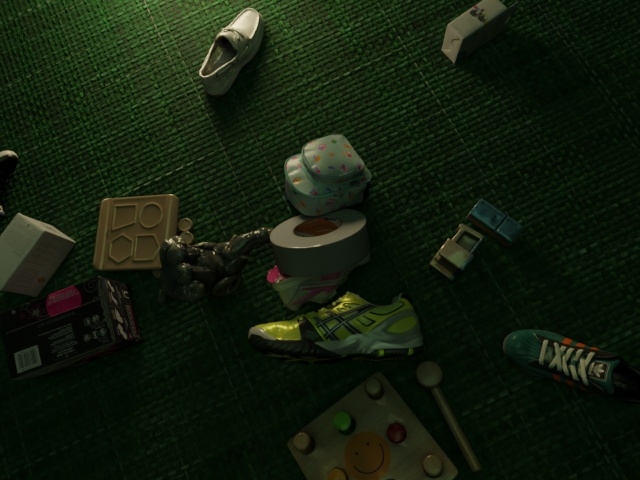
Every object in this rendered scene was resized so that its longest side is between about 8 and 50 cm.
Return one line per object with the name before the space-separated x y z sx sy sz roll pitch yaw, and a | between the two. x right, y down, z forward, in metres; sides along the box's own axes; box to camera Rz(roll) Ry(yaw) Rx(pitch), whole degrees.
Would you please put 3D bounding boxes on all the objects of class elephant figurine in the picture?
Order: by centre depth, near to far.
elephant figurine | -0.243 0.059 1.102 0.186 0.240 0.169 10 108 47

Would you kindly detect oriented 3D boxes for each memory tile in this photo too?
memory tile | -0.374 0.018 1.186 0.113 0.012 0.147 -9 75 3

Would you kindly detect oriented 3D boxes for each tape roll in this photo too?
tape roll | 0.000 0.000 1.053 0.220 0.219 0.072 -10 113 3

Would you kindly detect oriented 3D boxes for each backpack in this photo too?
backpack | 0.009 -0.151 1.104 0.189 0.144 0.165 -24 61 -10

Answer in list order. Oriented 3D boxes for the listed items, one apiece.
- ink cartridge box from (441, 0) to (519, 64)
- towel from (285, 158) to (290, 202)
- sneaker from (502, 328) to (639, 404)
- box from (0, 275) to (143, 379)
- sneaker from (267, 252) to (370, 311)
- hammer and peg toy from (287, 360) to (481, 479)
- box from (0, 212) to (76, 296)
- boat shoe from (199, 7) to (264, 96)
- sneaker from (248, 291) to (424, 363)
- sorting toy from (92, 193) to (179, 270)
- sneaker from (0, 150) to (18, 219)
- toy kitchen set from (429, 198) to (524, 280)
ink cartridge box | 0.409 -0.554 1.208 0.181 0.104 0.061 -35 76 -5
towel | -0.058 -0.154 1.191 0.067 0.029 0.119 -2 76 5
sneaker | 0.550 0.261 0.986 0.303 0.121 0.108 18 78 9
box | -0.574 0.207 1.092 0.248 0.142 0.163 -21 77 1
sneaker | 0.005 0.083 1.098 0.253 0.103 0.111 -20 114 -14
hammer and peg toy | 0.145 0.410 0.947 0.362 0.127 0.266 -34 57 -9
box | -0.721 0.039 1.151 0.091 0.130 0.170 31 80 11
boat shoe | -0.238 -0.525 1.263 0.098 0.096 0.276 23 79 11
sneaker | 0.033 0.197 1.053 0.386 0.145 0.147 0 69 -5
sorting toy | -0.462 -0.018 1.184 0.209 0.038 0.192 -1 76 9
sneaker | -0.856 -0.124 1.237 0.217 0.079 0.121 -45 80 2
toy kitchen set | 0.360 0.002 1.044 0.122 0.166 0.207 38 83 13
